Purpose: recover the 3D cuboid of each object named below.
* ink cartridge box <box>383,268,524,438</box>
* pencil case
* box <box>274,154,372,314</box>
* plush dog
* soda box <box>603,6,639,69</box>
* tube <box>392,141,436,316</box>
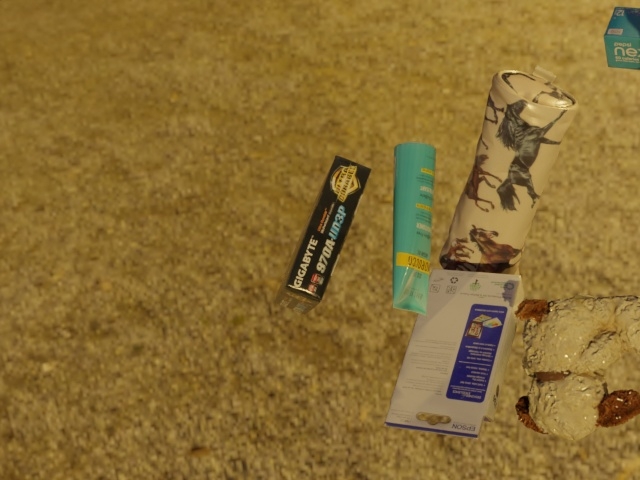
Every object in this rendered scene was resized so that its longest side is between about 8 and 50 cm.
[{"bbox_3d":[0.229,0.196,1.839,0.165,0.065,0.333,5,51,24],"label":"ink cartridge box"},{"bbox_3d":[0.341,-0.107,2.004,0.159,0.410,0.183,16,24,5],"label":"pencil case"},{"bbox_3d":[0.000,0.000,1.398,0.051,0.175,0.220,22,-9,-2],"label":"box"},{"bbox_3d":[0.407,0.212,1.792,0.210,0.225,0.262,6,-15,-41],"label":"plush dog"},{"bbox_3d":[0.538,-0.296,1.638,0.210,0.071,0.067,11,58,28],"label":"soda box"},{"bbox_3d":[0.112,-0.014,1.336,0.052,0.207,0.080,-7,-15,40],"label":"tube"}]
